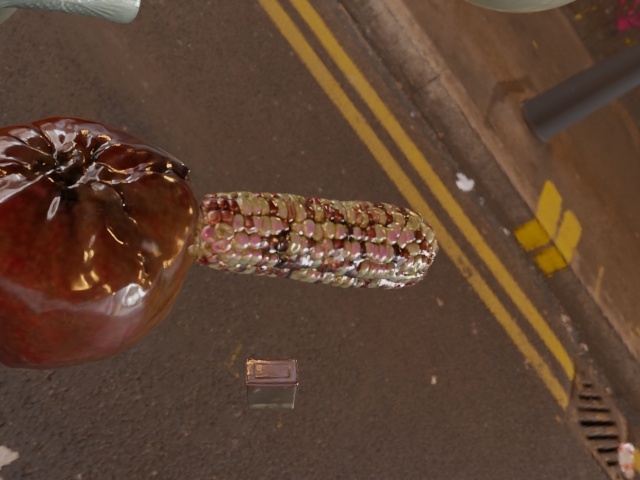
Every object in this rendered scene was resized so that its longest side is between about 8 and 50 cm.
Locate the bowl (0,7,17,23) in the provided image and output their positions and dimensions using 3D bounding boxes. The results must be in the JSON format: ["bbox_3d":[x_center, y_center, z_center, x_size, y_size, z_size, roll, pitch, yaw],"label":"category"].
[{"bbox_3d":[-0.600,-0.510,1.123,0.354,0.354,0.185,61,33,1],"label":"bowl"}]

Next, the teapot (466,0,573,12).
[{"bbox_3d":[0.122,-0.242,0.301,0.149,0.220,0.318,34,-2,30],"label":"teapot"}]

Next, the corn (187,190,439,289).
[{"bbox_3d":[0.000,0.000,0.666,0.281,0.092,0.092,6,62,-33],"label":"corn"}]

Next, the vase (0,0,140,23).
[{"bbox_3d":[-0.365,-0.348,0.916,0.219,0.096,0.096,-16,79,-44],"label":"vase"}]

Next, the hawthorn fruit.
[{"bbox_3d":[-0.295,0.017,0.791,0.308,0.308,0.324,-65,161,-46],"label":"hawthorn fruit"}]

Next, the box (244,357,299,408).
[{"bbox_3d":[-0.079,0.230,1.069,0.085,0.063,0.060,2,32,-6],"label":"box"}]
